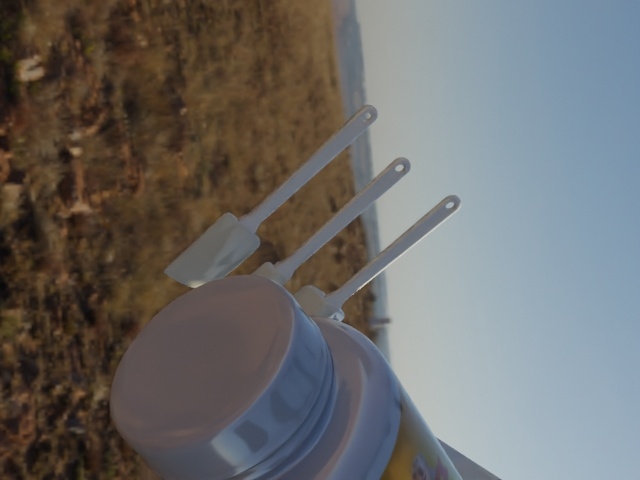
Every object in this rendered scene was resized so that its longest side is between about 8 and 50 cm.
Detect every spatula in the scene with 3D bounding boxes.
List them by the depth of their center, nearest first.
[{"bbox_3d":[0.000,0.000,0.857,0.168,0.242,0.019,43,16,-24],"label":"spatula"}]

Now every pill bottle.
[{"bbox_3d":[0.000,0.115,0.418,0.117,0.117,0.215,-91,155,-49],"label":"pill bottle"}]

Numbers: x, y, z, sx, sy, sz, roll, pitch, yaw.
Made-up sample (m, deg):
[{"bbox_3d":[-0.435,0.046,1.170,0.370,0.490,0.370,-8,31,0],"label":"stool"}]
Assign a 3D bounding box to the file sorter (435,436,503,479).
[{"bbox_3d":[0.041,0.321,0.926,0.173,0.193,0.278,-63,169,28],"label":"file sorter"}]
